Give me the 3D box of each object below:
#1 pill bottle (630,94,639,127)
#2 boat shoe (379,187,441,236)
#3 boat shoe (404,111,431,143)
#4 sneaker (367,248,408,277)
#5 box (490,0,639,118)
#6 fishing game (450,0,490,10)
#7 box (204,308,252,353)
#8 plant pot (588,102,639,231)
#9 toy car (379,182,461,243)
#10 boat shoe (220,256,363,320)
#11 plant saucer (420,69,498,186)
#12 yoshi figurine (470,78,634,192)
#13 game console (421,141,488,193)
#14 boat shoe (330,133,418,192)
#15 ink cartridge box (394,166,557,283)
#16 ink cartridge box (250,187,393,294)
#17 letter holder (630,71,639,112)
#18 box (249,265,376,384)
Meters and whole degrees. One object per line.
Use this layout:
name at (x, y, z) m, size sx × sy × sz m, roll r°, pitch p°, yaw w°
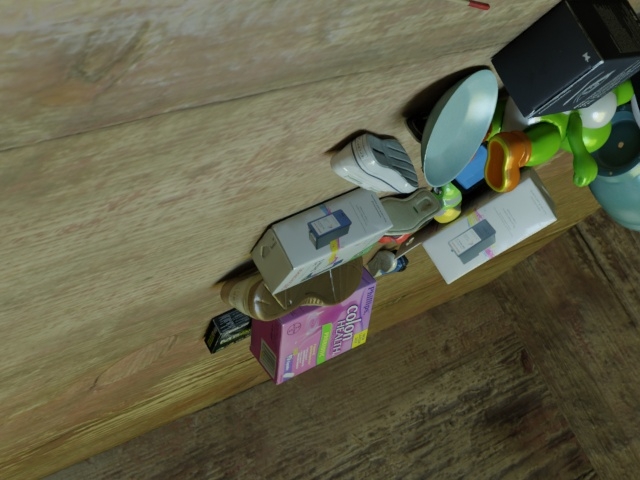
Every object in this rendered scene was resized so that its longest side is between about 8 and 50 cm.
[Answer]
pill bottle at (0.815, -0.317, 2.251) m, size 0.363 × 0.210 × 0.210 m, roll -21°, pitch 167°, yaw -30°
boat shoe at (0.148, -0.040, 2.194) m, size 0.079 × 0.084 × 0.233 m, roll -37°, pitch 169°, yaw 36°
boat shoe at (0.165, -0.177, 1.728) m, size 0.038 × 0.046 × 0.125 m, roll -34°, pitch 171°, yaw 24°
sneaker at (0.176, 0.047, 2.701) m, size 0.085 × 0.058 × 0.152 m, roll -19°, pitch 170°, yaw -19°
box at (0.381, -0.272, 1.668) m, size 0.153 × 0.108 × 0.207 m, roll -37°, pitch 165°, yaw 38°
fishing game at (0.234, -0.336, 1.218) m, size 0.264 × 0.041 × 0.189 m, roll -31°, pitch 162°, yaw 39°
box at (-0.160, 0.177, 2.510) m, size 0.191 × 0.045 × 0.184 m, roll -25°, pitch 170°, yaw -20°
plant pot at (0.701, -0.186, 2.483) m, size 0.293 × 0.293 × 0.196 m, roll -35°, pitch 141°, yaw 29°
toy car at (0.240, -0.067, 2.369) m, size 0.239 × 0.053 × 0.225 m, roll -23°, pitch 168°, yaw -26°
boat shoe at (-0.048, 0.071, 2.193) m, size 0.110 × 0.121 × 0.341 m, roll 11°, pitch -166°, yaw 39°
plant saucer at (0.200, -0.175, 1.701) m, size 0.195 × 0.037 × 0.195 m, roll -40°, pitch 147°, yaw -33°
yoshi figurine at (0.393, -0.185, 1.928) m, size 0.362 × 0.203 × 0.203 m, roll -25°, pitch -176°, yaw -27°
game console at (0.269, -0.138, 2.082) m, size 0.122 × 0.071 × 0.107 m, roll -37°, pitch 166°, yaw 34°
boat shoe at (0.082, -0.117, 1.750) m, size 0.076 × 0.083 × 0.226 m, roll -20°, pitch 161°, yaw 21°
ink cartridge box at (0.351, -0.023, 2.542) m, size 0.353 × 0.119 × 0.207 m, roll -32°, pitch -174°, yaw 16°
ink cartridge box at (0.000, 0.000, 1.994) m, size 0.212 × 0.093 × 0.154 m, roll -22°, pitch 167°, yaw -24°
letter holder at (0.677, -0.255, 1.932) m, size 0.214 × 0.152 × 0.302 m, roll -38°, pitch 134°, yaw -7°
box at (-0.019, 0.164, 2.427) m, size 0.243 × 0.117 × 0.213 m, roll -24°, pitch 144°, yaw -26°
